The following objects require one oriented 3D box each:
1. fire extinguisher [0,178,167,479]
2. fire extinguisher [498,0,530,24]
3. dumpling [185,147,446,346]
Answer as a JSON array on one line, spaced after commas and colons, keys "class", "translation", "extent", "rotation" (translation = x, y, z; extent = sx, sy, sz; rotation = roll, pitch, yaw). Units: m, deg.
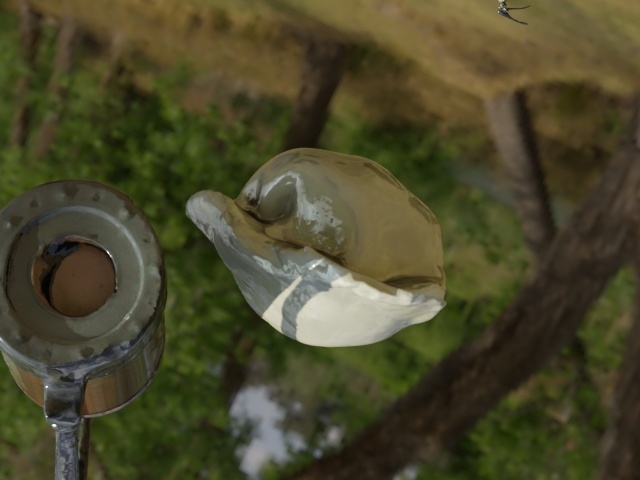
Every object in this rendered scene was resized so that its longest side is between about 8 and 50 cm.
[{"class": "fire extinguisher", "translation": [-0.173, 0.082, 1.199], "extent": [0.113, 0.200, 0.376], "rotation": [26, 169, 0]}, {"class": "fire extinguisher", "translation": [0.135, -0.210, 1.338], "extent": [0.032, 0.100, 0.046], "rotation": [1, -178, -17]}, {"class": "dumpling", "translation": [0.000, 0.000, 1.238], "extent": [0.162, 0.132, 0.250], "rotation": [0, -161, -21]}]
